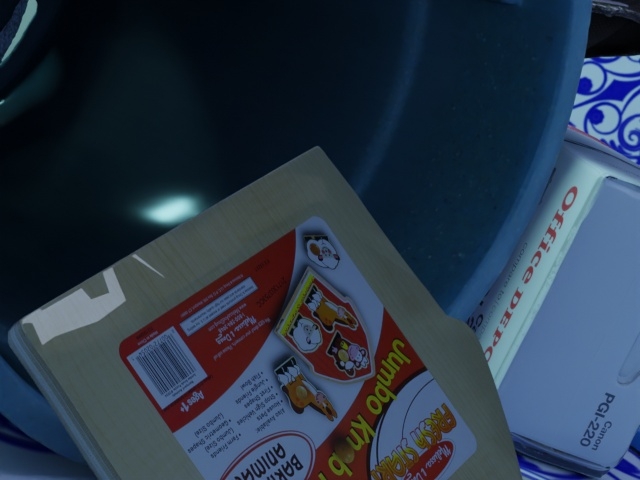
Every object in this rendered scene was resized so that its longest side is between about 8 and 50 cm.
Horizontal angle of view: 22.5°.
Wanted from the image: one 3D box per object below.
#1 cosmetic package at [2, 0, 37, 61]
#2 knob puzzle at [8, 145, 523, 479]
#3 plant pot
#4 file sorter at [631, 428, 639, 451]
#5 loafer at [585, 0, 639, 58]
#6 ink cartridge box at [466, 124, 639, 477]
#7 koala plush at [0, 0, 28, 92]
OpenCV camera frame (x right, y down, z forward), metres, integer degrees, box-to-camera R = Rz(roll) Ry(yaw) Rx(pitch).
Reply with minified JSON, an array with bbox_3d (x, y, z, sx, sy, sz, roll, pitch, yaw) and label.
[{"bbox_3d":[-0.069,-0.082,1.123,0.309,0.113,0.160,32,13,31],"label":"cosmetic package"},{"bbox_3d":[0.002,0.078,0.552,0.213,0.030,0.213,25,48,-31],"label":"knob puzzle"},{"bbox_3d":[-0.115,-0.116,0.715,0.341,0.341,0.334,12,9,-46],"label":"plant pot"},{"bbox_3d":[0.224,0.070,1.039,0.118,0.104,0.170,15,14,-39],"label":"file sorter"},{"bbox_3d":[0.034,-0.096,0.927,0.366,0.130,0.134,-8,-12,17],"label":"loafer"},{"bbox_3d":[0.130,0.018,0.945,0.092,0.158,0.218,22,11,-19],"label":"ink cartridge box"},{"bbox_3d":[-0.243,-0.140,0.972,0.196,0.203,0.221,31,27,-31],"label":"koala plush"}]
